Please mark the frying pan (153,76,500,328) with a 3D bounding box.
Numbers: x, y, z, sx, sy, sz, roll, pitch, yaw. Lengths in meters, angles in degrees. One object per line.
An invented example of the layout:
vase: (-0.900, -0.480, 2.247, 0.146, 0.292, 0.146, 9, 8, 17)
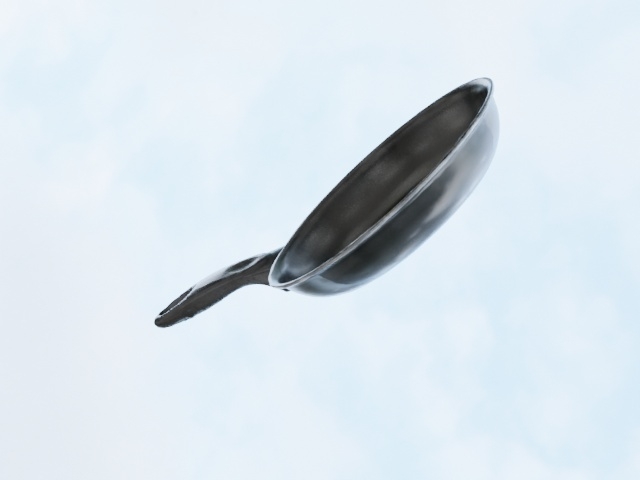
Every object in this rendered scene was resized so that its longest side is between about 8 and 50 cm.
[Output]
frying pan: (-0.001, 0.009, 1.011, 0.326, 0.197, 0.053, -41, -79, 18)
